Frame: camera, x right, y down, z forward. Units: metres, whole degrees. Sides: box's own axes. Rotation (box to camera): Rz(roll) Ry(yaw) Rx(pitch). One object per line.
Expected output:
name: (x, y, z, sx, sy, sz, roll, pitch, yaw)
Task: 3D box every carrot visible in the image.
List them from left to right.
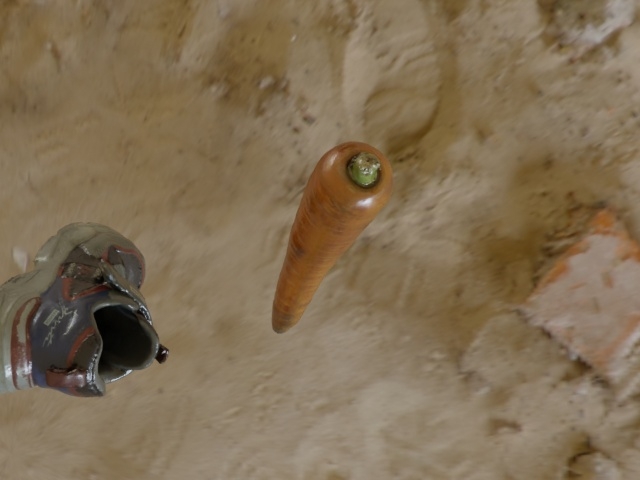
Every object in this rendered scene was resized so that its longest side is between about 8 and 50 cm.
carrot: (0.000, 0.000, 1.225, 0.061, 0.256, 0.061, 9, 56, -14)

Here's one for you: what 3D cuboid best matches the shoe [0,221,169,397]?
shoe: (-0.176, 0.056, 1.236, 0.126, 0.227, 0.099, 6, 115, 19)
